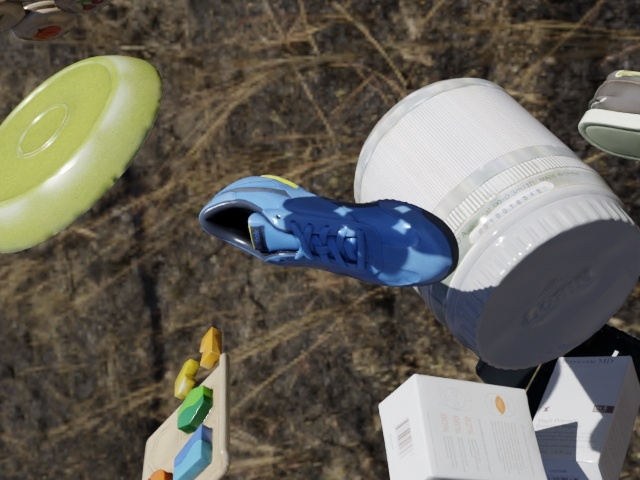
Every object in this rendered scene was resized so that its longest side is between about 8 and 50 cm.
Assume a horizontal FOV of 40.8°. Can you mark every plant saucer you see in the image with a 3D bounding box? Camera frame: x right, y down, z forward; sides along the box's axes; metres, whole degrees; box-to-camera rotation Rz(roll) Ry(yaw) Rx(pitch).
[{"bbox_3d":[-0.258,-0.097,0.835,0.037,0.241,0.241,46,-174,-39],"label":"plant saucer"}]

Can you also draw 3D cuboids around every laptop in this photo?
[{"bbox_3d":[0.449,0.226,1.605,0.234,0.264,0.136,-66,-11,14],"label":"laptop"}]

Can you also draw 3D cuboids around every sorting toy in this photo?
[{"bbox_3d":[-0.197,0.263,1.209,0.229,0.041,0.307,-51,24,22],"label":"sorting toy"}]

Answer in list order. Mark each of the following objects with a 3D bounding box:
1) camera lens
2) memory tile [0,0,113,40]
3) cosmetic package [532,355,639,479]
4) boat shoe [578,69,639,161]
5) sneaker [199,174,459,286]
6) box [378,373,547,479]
[{"bbox_3d":[0.178,-0.027,0.922,0.274,0.219,0.219,-123,35,-44],"label":"camera lens"},{"bbox_3d":[-0.133,-0.138,0.431,0.148,0.113,0.012,-21,83,31],"label":"memory tile"},{"bbox_3d":[0.378,0.265,1.238,0.117,0.231,0.085,-7,118,34],"label":"cosmetic package"},{"bbox_3d":[0.337,-0.096,0.726,0.228,0.081,0.068,20,76,33],"label":"boat shoe"},{"bbox_3d":[0.000,0.000,0.657,0.209,0.082,0.069,16,115,31],"label":"sneaker"},{"bbox_3d":[0.173,0.250,1.055,0.091,0.170,0.130,-52,35,45],"label":"box"}]
